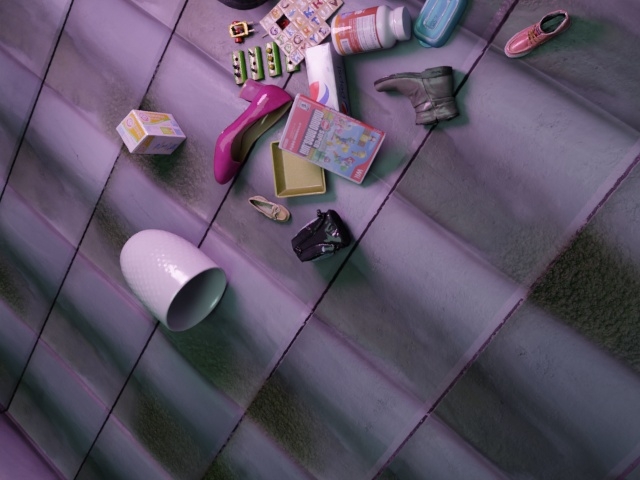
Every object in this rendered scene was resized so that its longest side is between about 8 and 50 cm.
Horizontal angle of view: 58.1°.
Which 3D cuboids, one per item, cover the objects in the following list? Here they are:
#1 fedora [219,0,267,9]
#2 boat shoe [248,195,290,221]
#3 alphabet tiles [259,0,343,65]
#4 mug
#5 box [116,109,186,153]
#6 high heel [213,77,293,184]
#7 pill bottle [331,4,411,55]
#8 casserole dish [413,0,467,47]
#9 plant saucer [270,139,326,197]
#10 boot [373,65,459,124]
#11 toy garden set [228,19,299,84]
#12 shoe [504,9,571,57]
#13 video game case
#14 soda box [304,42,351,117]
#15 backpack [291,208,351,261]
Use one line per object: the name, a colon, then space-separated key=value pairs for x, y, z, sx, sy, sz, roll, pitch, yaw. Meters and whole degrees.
fedora: x=-0.273 y=-0.889 z=1.816 sx=0.152 sy=0.333 sz=0.334 roll=15 pitch=106 yaw=58
boat shoe: x=-0.175 y=-0.107 z=1.962 sx=0.153 sy=0.048 sz=0.056 roll=32 pitch=110 yaw=19
alphabet tiles: x=-0.051 y=-0.702 z=1.814 sx=0.237 sy=0.009 sz=0.198 roll=-41 pitch=78 yaw=14
mug: x=-0.550 y=0.150 z=2.085 sx=0.328 sy=0.276 sz=0.374 roll=36 pitch=142 yaw=23
box: x=-0.598 y=-0.381 z=2.044 sx=0.103 sy=0.203 sz=0.114 roll=-38 pitch=80 yaw=25
high heel: x=-0.230 y=-0.338 z=1.912 sx=0.181 sy=0.127 sz=0.377 roll=29 pitch=108 yaw=24
pill bottle: x=0.151 y=-0.618 z=1.689 sx=0.216 sy=0.121 sz=0.121 roll=-1 pitch=97 yaw=26
casserole dish: x=0.336 y=-0.643 z=1.642 sx=0.114 sy=0.037 sz=0.188 roll=36 pitch=112 yaw=18
plant saucer: x=-0.066 y=-0.241 z=1.892 sx=0.188 sy=0.045 sz=0.189 roll=-3 pitch=95 yaw=26
boot: x=0.276 y=-0.411 z=1.684 sx=0.246 sy=0.083 sz=0.161 roll=-1 pitch=102 yaw=28
toy garden set: x=-0.199 y=-0.640 z=1.897 sx=0.244 sy=0.049 sz=0.204 roll=-5 pitch=95 yaw=27
shoe: x=0.567 y=-0.545 z=1.517 sx=0.178 sy=0.081 sz=0.064 roll=-24 pitch=86 yaw=27
video game case: x=0.030 y=-0.302 z=1.743 sx=0.285 sy=0.025 sz=0.204 roll=24 pitch=136 yaw=-3
soda box: x=0.028 y=-0.454 z=1.786 sx=0.091 sy=0.098 sz=0.287 roll=-6 pitch=95 yaw=27
backpack: x=0.000 y=0.000 z=1.856 sx=0.182 sy=0.115 sz=0.152 roll=-33 pitch=71 yaw=27
